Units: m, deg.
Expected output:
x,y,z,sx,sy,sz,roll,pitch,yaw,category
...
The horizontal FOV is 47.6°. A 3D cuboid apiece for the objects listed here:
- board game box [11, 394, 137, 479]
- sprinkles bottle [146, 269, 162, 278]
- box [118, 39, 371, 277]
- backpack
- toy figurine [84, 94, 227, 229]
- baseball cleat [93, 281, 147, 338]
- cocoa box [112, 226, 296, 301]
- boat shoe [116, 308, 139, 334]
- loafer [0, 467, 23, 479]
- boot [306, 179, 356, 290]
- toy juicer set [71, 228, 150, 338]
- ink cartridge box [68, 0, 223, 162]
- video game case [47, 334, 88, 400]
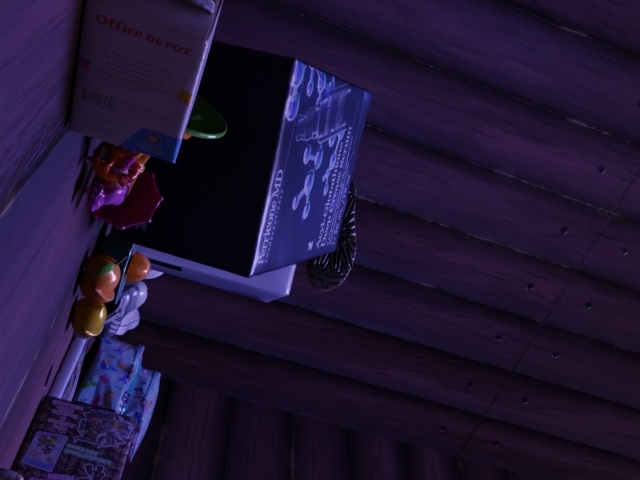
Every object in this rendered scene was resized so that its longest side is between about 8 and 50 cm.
x,y,z,sx,sy,sz,roll,pitch,yaw,category
-0.377,0.411,1.010,0.291,0.141,0.232,-90,-159,-58,board game box
-0.421,-0.021,1.847,0.355,0.121,0.121,-106,-145,-70,sprinkles bottle
-0.095,-0.130,1.127,0.395,0.211,0.294,-15,119,-71,box
-0.451,0.337,1.560,0.254,0.191,0.225,-93,-158,-48,backpack
-0.202,-0.081,0.777,0.159,0.130,0.173,-58,174,21,toy figurine
-0.409,0.135,1.362,0.206,0.072,0.109,-43,169,37,baseball cleat
-0.219,-0.034,1.466,0.231,0.347,0.228,149,-43,-74,cocoa box
-0.475,0.163,1.754,0.258,0.095,0.084,-154,-94,-78,boat shoe
-0.335,0.290,0.729,0.045,0.039,0.125,-159,-94,-78,loafer
0.000,0.000,1.468,0.269,0.089,0.236,144,-39,-72,boot
-0.330,0.070,1.170,0.329,0.089,0.209,128,-23,-60,toy juicer set
-0.138,-0.154,0.585,0.090,0.092,0.143,-84,-163,-45,ink cartridge box
-0.439,0.262,1.230,0.201,0.023,0.184,-89,-160,-59,video game case
